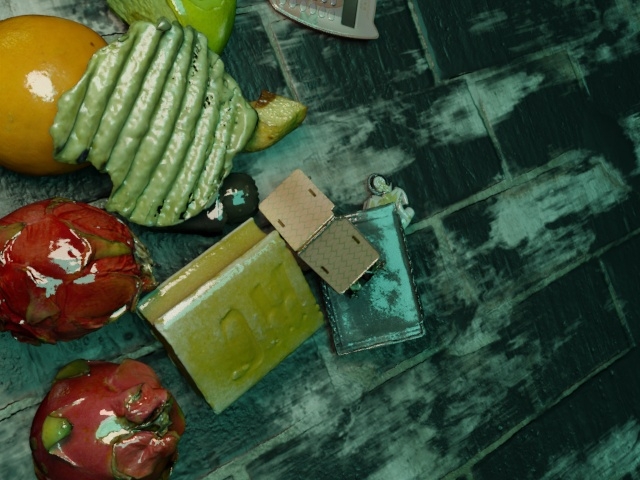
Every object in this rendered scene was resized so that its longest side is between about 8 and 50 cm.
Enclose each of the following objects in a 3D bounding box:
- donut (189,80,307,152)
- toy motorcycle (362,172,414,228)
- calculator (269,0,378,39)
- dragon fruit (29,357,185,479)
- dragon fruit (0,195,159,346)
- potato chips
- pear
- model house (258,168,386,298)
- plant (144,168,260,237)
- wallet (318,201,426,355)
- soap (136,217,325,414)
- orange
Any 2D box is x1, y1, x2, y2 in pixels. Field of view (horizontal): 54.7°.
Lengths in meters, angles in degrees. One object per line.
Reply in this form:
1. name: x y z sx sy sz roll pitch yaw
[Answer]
1. donut: -0.195 -0.276 1.412 0.295 0.151 0.112 23 40 6
2. toy motorcycle: 0.177 -0.064 1.626 0.151 0.074 0.229 12 71 -19
3. calculator: 0.008 -0.646 1.616 0.329 0.048 0.220 12 81 -22
4. dragon fruit: -0.410 0.380 1.212 0.305 0.226 0.305 2 86 -28
5. dragon fruit: -0.493 0.060 1.174 0.342 0.277 0.277 -24 96 -6
6. potato chips: -0.299 -0.232 1.184 0.389 0.097 0.373 -55 139 -17
7. pear: -0.284 -0.539 1.357 0.286 0.176 0.282 45 53 -1
8. model house: 0.000 0.000 1.389 0.169 0.244 0.326 -41 91 0
9. plant: -0.259 -0.079 1.368 0.256 0.164 0.142 -9 86 -14
10. wallet: 0.115 0.095 1.542 0.237 0.075 0.342 -14 91 4
11. soap: -0.184 0.160 1.346 0.335 0.156 0.293 -37 127 -23
12. orange: -0.524 -0.274 1.179 0.312 0.312 0.312 3 84 -26
